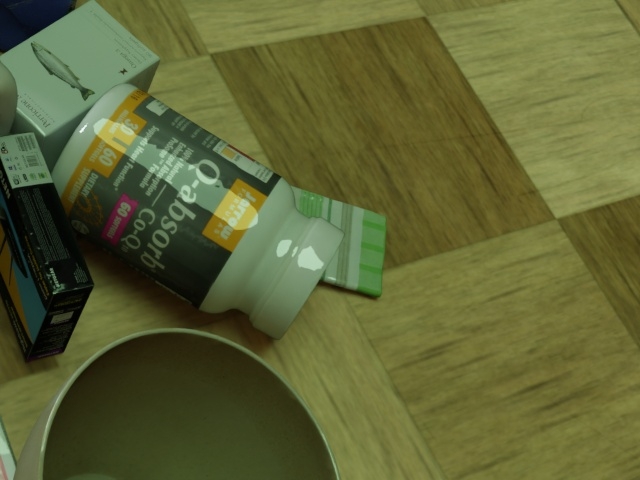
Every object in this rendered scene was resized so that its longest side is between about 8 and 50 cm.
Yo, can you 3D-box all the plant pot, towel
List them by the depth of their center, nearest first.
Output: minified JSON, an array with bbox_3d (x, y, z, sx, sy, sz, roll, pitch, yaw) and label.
[{"bbox_3d":[-0.148,0.239,1.125,0.284,0.191,0.284,20,54,-31],"label":"plant pot"},{"bbox_3d":[0.000,0.000,1.490,0.152,0.023,0.113,18,54,-15],"label":"towel"}]

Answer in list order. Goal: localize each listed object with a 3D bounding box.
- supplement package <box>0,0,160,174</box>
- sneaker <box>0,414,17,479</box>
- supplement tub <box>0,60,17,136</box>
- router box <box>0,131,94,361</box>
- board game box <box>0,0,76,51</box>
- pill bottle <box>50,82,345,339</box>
[{"bbox_3d":[-0.275,-0.154,1.414,0.105,0.105,0.179,42,51,6],"label":"supplement package"},{"bbox_3d":[-0.306,0.205,1.190,0.070,0.051,0.134,-20,77,-14],"label":"sneaker"},{"bbox_3d":[-0.470,-0.154,1.245,0.316,0.228,0.228,36,50,3],"label":"supplement tub"},{"bbox_3d":[-0.279,0.007,1.281,0.046,0.133,0.179,-11,62,-31],"label":"router box"},{"bbox_3d":[-0.372,-0.374,1.499,0.232,0.141,0.291,14,53,-15],"label":"board game box"},{"bbox_3d":[-0.126,-0.025,1.356,0.278,0.162,0.162,31,50,-1],"label":"pill bottle"}]
